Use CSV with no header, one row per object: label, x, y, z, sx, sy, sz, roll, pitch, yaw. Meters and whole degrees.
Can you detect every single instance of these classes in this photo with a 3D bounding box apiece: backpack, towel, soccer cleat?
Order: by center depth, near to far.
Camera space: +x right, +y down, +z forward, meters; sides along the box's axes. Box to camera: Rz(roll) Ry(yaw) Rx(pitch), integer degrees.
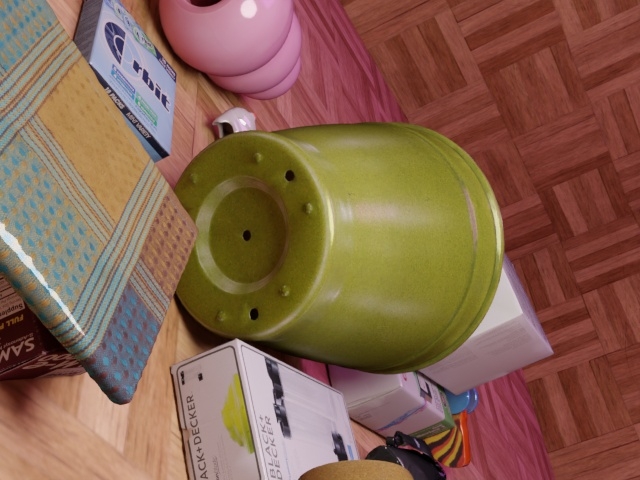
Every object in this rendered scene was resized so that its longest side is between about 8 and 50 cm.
towel,-0.232,-0.080,0.689,0.370,0.040,0.271,59,20,-24
backpack,0.133,0.380,1.308,0.152,0.115,0.182,61,12,21
soccer cleat,-0.115,-0.109,1.327,0.076,0.068,0.196,-29,104,-43

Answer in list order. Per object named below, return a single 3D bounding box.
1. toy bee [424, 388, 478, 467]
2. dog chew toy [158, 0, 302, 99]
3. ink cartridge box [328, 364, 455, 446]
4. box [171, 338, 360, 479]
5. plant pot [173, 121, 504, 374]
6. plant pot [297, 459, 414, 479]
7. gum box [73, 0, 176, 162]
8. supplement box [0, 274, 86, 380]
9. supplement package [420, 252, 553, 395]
toy bee,0.245,0.312,1.768,0.195,0.162,0.298,59,41,-51
dog chew toy,-0.122,-0.332,1.373,0.332,0.206,0.207,44,26,-69
ink cartridge box,0.115,0.220,1.482,0.278,0.117,0.201,43,28,-54
box,-0.048,0.238,0.993,0.290,0.087,0.169,41,30,-56
plant pot,0.000,0.000,1.093,0.353,0.366,0.367,7,60,-58
plant pot,0.041,0.346,0.797,0.237,0.237,0.254,47,33,-49
gum box,-0.244,-0.208,1.073,0.157,0.041,0.184,52,22,-40
supplement box,-0.249,-0.006,0.723,0.130,0.073,0.240,13,55,-69
supplement package,0.253,0.120,1.484,0.262,0.199,0.198,40,27,-57
